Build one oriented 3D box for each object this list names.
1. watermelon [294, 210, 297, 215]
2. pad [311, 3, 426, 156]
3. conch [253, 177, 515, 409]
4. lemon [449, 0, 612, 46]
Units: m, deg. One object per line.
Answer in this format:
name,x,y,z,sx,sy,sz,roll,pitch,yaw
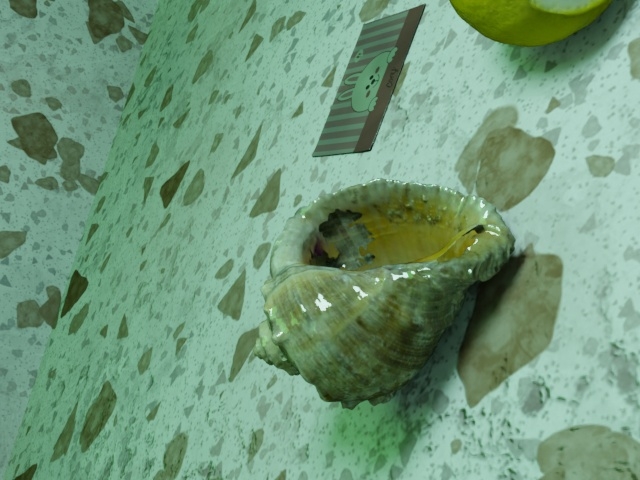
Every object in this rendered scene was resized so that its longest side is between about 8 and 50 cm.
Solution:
watermelon,0.000,0.000,1.338,0.094,0.135,0.125,-9,47,11
pad,0.086,-0.296,1.516,0.202,0.005,0.300,4,70,58
conch,0.074,0.066,1.065,0.210,0.352,0.297,84,170,-49
lemon,0.268,-0.375,1.069,0.240,0.240,0.219,-64,17,-2
